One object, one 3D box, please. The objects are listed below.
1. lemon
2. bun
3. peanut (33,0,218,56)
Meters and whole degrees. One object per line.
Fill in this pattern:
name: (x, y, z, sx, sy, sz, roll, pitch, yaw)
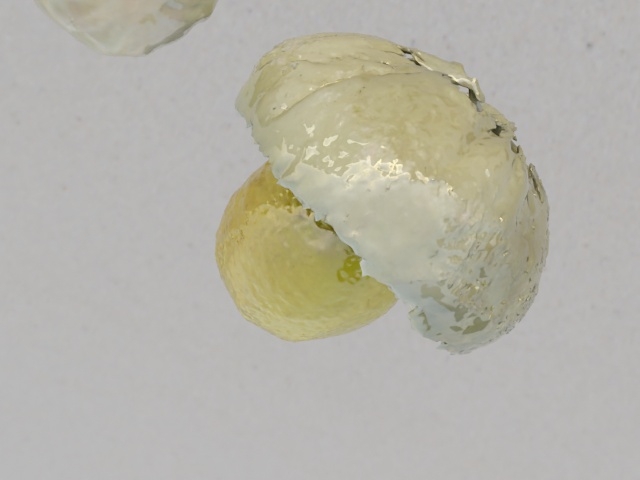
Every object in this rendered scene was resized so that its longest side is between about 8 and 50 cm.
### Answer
lemon: (-0.003, 0.001, 1.279, 0.193, 0.180, 0.180, -22, 128, 23)
bun: (0.069, -0.045, 1.024, 0.152, 0.259, 0.259, -42, 121, 1)
peanut: (-0.187, -0.273, 1.030, 0.313, 0.152, 0.152, 58, 140, 9)
